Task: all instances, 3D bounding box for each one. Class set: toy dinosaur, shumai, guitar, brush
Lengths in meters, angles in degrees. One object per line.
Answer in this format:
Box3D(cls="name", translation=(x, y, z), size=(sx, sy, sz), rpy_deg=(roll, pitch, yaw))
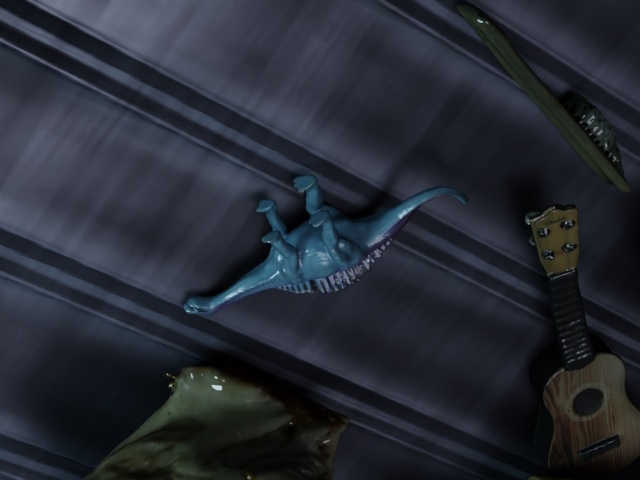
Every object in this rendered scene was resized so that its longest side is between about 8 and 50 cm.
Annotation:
Box3D(cls="toy dinosaur", translation=(0.000, 0.000, 1.097), size=(0.197, 0.045, 0.080), rpy_deg=(-23, 140, 1))
Box3D(cls="shumai", translation=(-0.071, 0.143, 1.113), size=(0.201, 0.120, 0.201), rpy_deg=(-3, 165, -1))
Box3D(cls="guitar", translation=(0.177, 0.070, 1.216), size=(0.083, 0.038, 0.271), rpy_deg=(-24, 130, -8))
Box3D(cls="brush", translation=(0.152, -0.095, 1.105), size=(0.027, 0.034, 0.190), rpy_deg=(-48, 126, -1))

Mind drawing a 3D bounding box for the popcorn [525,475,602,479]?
Box3D(cls="popcorn", translation=(0.176, 0.322, 1.255), size=(0.282, 0.247, 0.282), rpy_deg=(-10, 141, -8))
